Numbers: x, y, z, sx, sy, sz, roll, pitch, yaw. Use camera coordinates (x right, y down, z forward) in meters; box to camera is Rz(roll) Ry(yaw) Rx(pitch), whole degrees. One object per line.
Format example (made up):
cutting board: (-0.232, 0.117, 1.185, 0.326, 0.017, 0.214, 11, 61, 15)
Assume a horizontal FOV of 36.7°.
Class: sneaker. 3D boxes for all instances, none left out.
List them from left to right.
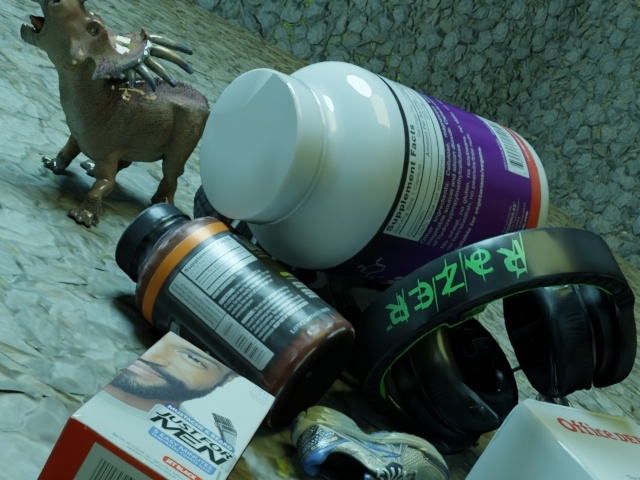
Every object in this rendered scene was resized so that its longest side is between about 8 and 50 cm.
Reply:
sneaker: (-0.011, 0.024, 1.036, 0.300, 0.111, 0.121, 34, 5, -21)
sneaker: (0.039, 0.176, 0.734, 0.135, 0.052, 0.058, 20, 28, -17)

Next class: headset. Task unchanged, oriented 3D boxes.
headset: (0.183, 0.126, 0.882, 0.394, 0.243, 0.185, 41, 25, -58)

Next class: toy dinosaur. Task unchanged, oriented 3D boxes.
toy dinosaur: (-0.177, -0.131, 0.972, 0.127, 0.200, 0.295, 37, 15, 20)

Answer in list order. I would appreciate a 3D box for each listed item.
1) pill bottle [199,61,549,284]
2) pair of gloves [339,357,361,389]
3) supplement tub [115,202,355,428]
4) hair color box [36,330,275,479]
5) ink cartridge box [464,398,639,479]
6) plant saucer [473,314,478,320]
pill bottle: (0.054, -0.052, 0.881, 0.322, 0.182, 0.181, 12, 24, -43)
pair of gloves: (0.038, 0.126, 0.950, 0.074, 0.010, 0.083, 35, 18, 7)
supplement tub: (-0.075, 0.052, 0.775, 0.198, 0.106, 0.106, 38, 16, 22)
hair color box: (-0.095, 0.123, 0.607, 0.093, 0.053, 0.167, 32, 13, 2)
ink cartridge box: (0.268, 0.267, 0.740, 0.211, 0.122, 0.289, 19, 20, -41)
plant saucer: (0.128, 0.039, 1.268, 0.241, 0.037, 0.241, 42, 10, -9)
